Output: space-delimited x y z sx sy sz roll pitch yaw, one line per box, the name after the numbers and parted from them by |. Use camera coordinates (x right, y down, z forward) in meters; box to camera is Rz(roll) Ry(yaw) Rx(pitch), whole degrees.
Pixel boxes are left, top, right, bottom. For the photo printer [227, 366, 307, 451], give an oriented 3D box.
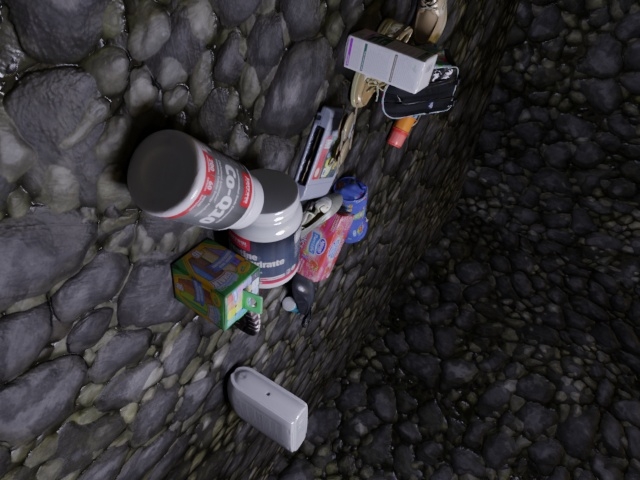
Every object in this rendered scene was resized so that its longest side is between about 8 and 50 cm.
-0.194 0.584 1.820 0.107 0.308 0.256 -47 152 -37 | photo printer

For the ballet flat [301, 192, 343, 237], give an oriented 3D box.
-0.015 -0.087 1.672 0.213 0.072 0.068 -41 153 -5 | ballet flat

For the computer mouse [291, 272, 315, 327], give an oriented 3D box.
-0.048 0.193 1.935 0.272 0.072 0.188 75 19 -55 | computer mouse

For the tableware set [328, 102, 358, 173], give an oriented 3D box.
0.062 -0.303 1.539 0.194 0.039 0.128 97 16 -56 | tableware set

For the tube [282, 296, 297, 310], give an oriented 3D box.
-0.094 0.249 2.012 0.080 0.052 0.207 -62 164 -2 | tube

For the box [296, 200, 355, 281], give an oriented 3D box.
0.000 0.000 1.794 0.123 0.128 0.256 -12 128 -65 | box

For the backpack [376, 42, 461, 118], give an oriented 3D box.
0.311 -0.528 1.735 0.254 0.191 0.225 -16 150 -6 | backpack

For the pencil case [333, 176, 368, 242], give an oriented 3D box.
0.119 -0.110 1.941 0.133 0.119 0.306 -25 151 -10 | pencil case

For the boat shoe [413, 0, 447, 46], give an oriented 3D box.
0.365 -0.785 1.696 0.098 0.109 0.302 -8 118 -59 | boat shoe

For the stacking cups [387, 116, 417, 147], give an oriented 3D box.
0.360 -0.521 2.052 0.316 0.096 0.096 -64 160 15 | stacking cups

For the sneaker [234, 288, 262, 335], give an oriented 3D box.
-0.194 0.162 1.578 0.162 0.106 0.281 -50 156 -37 | sneaker

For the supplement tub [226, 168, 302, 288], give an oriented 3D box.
-0.143 -0.026 1.324 0.191 0.191 0.272 -46 155 -37 | supplement tub

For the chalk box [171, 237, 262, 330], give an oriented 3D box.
-0.234 0.116 1.258 0.132 0.213 0.132 -43 153 -41 | chalk box

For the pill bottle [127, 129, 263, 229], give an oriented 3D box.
-0.234 -0.107 1.047 0.161 0.161 0.283 -63 160 4 | pill bottle

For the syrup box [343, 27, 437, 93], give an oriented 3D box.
0.190 -0.502 1.442 0.093 0.237 0.096 -41 153 -45 | syrup box

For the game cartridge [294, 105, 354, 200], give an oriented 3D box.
0.012 -0.264 1.595 0.196 0.060 0.294 -27 141 -63 | game cartridge

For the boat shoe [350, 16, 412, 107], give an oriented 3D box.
0.180 -0.535 1.588 0.285 0.089 0.105 -65 160 11 | boat shoe

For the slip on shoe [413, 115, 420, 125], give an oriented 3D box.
0.391 -0.519 2.183 0.135 0.051 0.041 -59 172 -24 | slip on shoe
